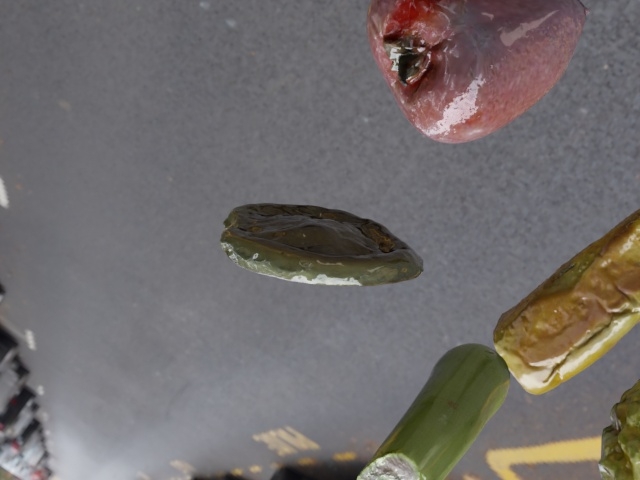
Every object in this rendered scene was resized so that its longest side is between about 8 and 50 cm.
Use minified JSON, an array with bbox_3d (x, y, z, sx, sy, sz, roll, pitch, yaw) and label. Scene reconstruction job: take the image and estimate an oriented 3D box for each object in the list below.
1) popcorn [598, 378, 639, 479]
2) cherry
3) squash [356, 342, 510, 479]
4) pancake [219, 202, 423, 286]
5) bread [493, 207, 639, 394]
[{"bbox_3d":[0.369,0.237,0.972,0.169,0.218,0.189,-21,128,15],"label":"popcorn"},{"bbox_3d":[0.084,-0.107,0.562,0.126,0.106,0.087,3,166,-21],"label":"cherry"},{"bbox_3d":[0.122,0.178,0.974,0.083,0.250,0.083,14,120,25],"label":"squash"},{"bbox_3d":[0.000,-0.001,0.999,0.222,0.042,0.236,11,-168,14],"label":"pancake"},{"bbox_3d":[0.372,0.078,1.323,0.132,0.294,0.167,54,-162,14],"label":"bread"}]
